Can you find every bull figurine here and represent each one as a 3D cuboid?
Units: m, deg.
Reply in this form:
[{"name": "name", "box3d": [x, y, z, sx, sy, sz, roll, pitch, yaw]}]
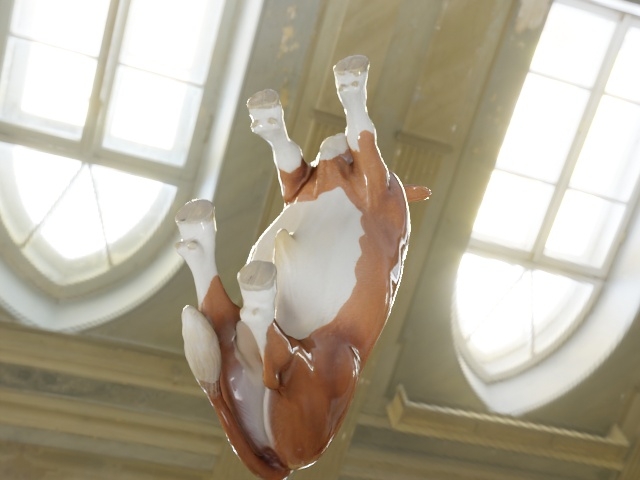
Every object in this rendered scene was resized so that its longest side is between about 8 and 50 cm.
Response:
[{"name": "bull figurine", "box3d": [0.000, 0.000, 0.542, 0.101, 0.188, 0.310, -3, -134, 21]}]
